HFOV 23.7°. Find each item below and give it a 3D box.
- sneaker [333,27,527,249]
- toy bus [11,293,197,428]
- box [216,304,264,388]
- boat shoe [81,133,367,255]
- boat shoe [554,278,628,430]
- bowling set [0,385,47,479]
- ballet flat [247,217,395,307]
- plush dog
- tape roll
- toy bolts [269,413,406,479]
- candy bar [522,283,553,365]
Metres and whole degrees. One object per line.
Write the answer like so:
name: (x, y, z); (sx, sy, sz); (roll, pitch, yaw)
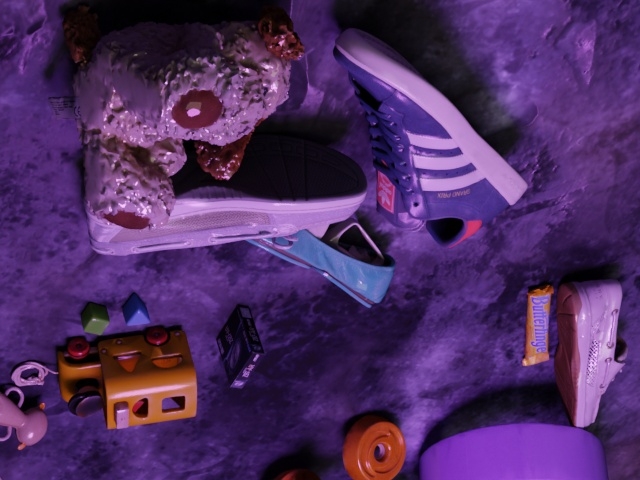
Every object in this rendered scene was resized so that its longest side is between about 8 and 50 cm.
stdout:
sneaker: (0.099, -0.099, 1.726); (0.148, 0.131, 0.350); (-45, 133, 6)
toy bus: (-0.250, 0.184, 1.910); (0.202, 0.104, 0.191); (-40, 133, 19)
box: (-0.102, 0.134, 1.931); (0.018, 0.083, 0.067); (11, 129, -30)
boat shoe: (-0.107, -0.042, 1.731); (0.320, 0.118, 0.103); (-7, 136, -8)
boat shoe: (0.385, 0.164, 2.132); (0.096, 0.098, 0.277); (-13, 135, -7)
bowling set: (-0.468, 0.319, 1.945); (0.154, 0.287, 0.200); (35, 158, -33)
ballet flat: (0.000, 0.000, 1.852); (0.247, 0.083, 0.087); (29, 94, -39)
plush dog: (-0.134, -0.158, 1.586); (0.225, 0.211, 0.262); (-10, 151, -37)
tape roll: (0.283, 0.358, 2.233); (0.274, 0.090, 0.275); (-2, 152, -1)
toy bolts: (0.039, 0.371, 2.214); (0.228, 0.158, 0.218); (47, 67, -28)
candy bar: (0.301, 0.117, 2.113); (0.040, 0.018, 0.161); (-13, 137, -8)
